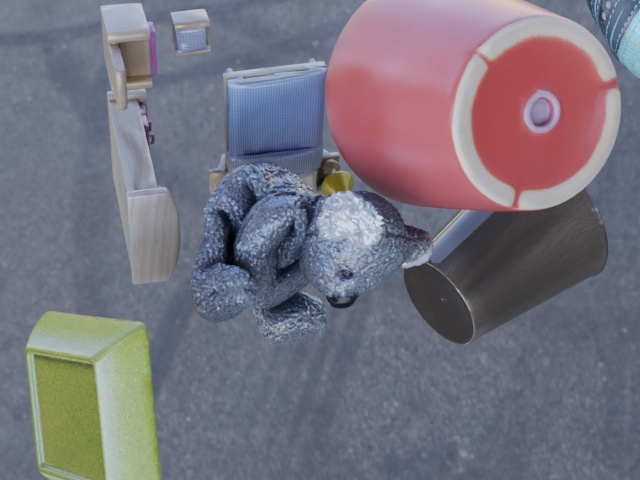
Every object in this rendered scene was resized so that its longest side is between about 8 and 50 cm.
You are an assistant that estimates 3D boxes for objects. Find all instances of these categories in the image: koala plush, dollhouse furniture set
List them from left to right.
[{"bbox_3d":[-0.089,-0.117,1.324,0.303,0.286,0.198,-8,45,-14],"label":"dollhouse furniture set"},{"bbox_3d":[0.000,0.000,1.235,0.221,0.196,0.203,-6,72,31],"label":"koala plush"}]

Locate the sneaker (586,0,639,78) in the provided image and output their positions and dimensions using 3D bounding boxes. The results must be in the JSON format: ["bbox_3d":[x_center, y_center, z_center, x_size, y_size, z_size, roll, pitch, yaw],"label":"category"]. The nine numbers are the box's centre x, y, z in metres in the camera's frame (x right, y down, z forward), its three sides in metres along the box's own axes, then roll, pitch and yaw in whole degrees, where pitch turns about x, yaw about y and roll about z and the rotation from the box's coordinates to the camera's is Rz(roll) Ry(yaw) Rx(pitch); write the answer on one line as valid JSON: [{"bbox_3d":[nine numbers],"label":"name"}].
[{"bbox_3d":[0.246,-0.123,0.467,0.283,0.110,0.122,-10,60,9],"label":"sneaker"}]

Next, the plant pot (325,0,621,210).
[{"bbox_3d":[0.174,-0.148,1.208,0.275,0.275,0.243,-31,21,-13],"label":"plant pot"}]

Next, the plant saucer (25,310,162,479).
[{"bbox_3d":[-0.235,0.171,1.112,0.045,0.188,0.188,-10,7,-43],"label":"plant saucer"}]

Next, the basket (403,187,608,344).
[{"bbox_3d":[0.231,0.021,1.441,0.227,0.204,0.154,-35,20,-23],"label":"basket"}]
